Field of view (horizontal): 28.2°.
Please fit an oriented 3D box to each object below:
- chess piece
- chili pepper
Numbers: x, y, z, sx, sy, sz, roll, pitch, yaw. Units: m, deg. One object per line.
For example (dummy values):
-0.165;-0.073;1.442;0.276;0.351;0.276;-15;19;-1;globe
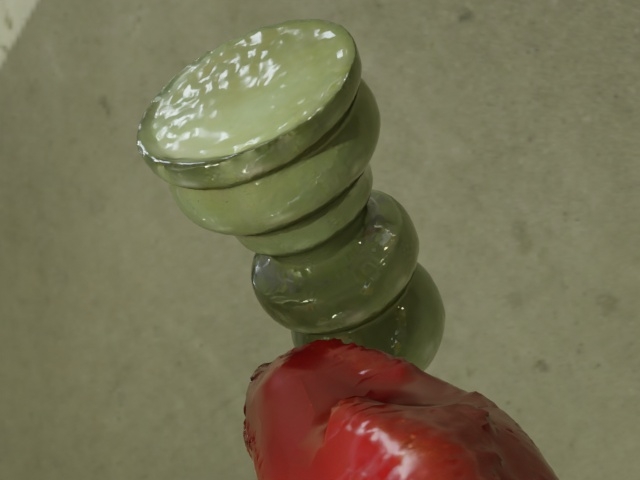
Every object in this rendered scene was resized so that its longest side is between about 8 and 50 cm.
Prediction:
0.000;0.000;0.828;0.144;0.144;0.251;10;140;40;chess piece
0.039;0.111;0.470;0.387;0.110;0.110;-137;57;-66;chili pepper
